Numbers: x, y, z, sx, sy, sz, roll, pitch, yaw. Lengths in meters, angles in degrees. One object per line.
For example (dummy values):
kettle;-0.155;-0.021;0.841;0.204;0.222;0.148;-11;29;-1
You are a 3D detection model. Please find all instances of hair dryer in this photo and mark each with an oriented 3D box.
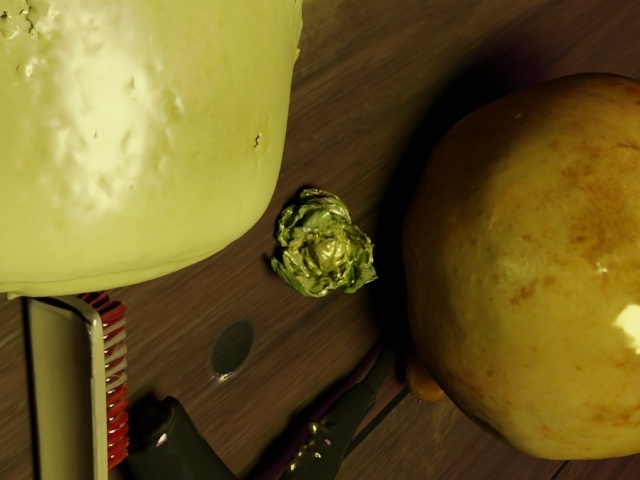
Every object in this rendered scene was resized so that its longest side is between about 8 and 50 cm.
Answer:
hair dryer;-0.022;0.166;0.919;0.359;0.120;0.303;-51;132;-38

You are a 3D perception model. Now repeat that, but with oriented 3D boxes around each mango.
mango;0.129;0.116;1.097;0.114;0.060;0.080;-51;148;-27

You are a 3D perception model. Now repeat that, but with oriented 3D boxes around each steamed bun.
steamed bun;-0.116;-0.094;0.496;0.273;0.166;0.232;-6;116;-46

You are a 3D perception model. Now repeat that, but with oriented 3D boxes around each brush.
brush;-0.160;0.171;0.726;0.050;0.060;0.321;-37;139;-53

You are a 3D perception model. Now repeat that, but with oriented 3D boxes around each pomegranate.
pomegranate;0.214;0.024;0.960;0.338;0.338;0.338;-34;136;-39

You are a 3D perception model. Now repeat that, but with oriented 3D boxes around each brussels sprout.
brussels sprout;0.000;0.000;0.844;0.085;0.058;0.085;-7;112;-17
